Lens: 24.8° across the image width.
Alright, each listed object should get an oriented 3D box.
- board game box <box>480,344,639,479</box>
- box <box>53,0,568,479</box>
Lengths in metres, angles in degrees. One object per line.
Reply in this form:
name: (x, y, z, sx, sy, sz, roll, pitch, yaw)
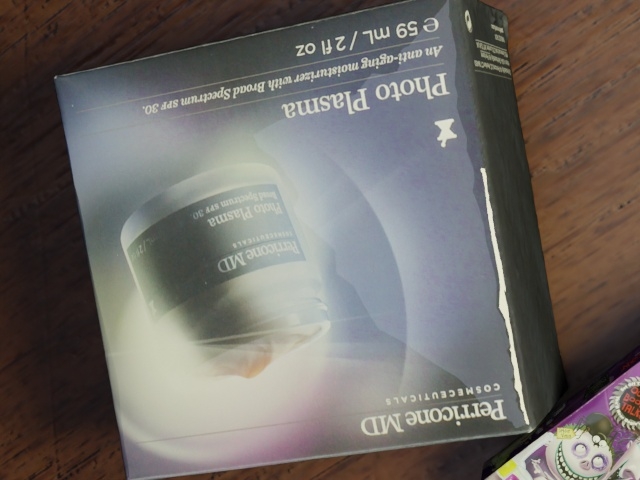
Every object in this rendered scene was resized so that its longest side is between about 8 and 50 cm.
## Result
board game box: (0.299, 0.230, 1.001, 0.208, 0.056, 0.347, -41, 92, 11)
box: (0.000, 0.000, 1.040, 0.296, 0.183, 0.294, -10, 92, 17)
